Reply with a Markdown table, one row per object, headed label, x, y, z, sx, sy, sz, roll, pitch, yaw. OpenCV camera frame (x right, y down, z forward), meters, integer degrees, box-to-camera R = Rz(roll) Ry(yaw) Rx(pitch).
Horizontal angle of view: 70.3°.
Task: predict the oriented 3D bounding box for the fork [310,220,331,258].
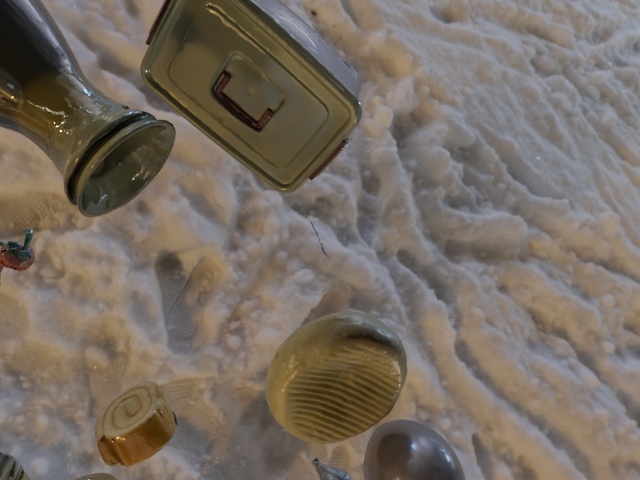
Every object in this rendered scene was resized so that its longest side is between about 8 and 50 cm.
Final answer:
| label | x | y | z | sx | sy | sz | roll | pitch | yaw |
| --- | --- | --- | --- | --- | --- | --- | --- | --- | --- |
| fork | -0.001 | 0.001 | 1.187 | 0.115 | 0.012 | 0.016 | 62 | 13 | 4 |

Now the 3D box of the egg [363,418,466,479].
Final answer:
| label | x | y | z | sx | sy | sz | roll | pitch | yaw |
| --- | --- | --- | --- | --- | --- | --- | --- | --- | --- |
| egg | 0.140 | 0.356 | 0.693 | 0.146 | 0.199 | 0.146 | -1 | 100 | -5 |

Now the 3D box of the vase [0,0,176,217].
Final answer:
| label | x | y | z | sx | sy | sz | roll | pitch | yaw |
| --- | --- | --- | --- | --- | --- | --- | --- | --- | --- |
| vase | -0.298 | -0.170 | 0.431 | 0.321 | 0.173 | 0.173 | 40 | 57 | 2 |

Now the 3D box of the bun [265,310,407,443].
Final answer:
| label | x | y | z | sx | sy | sz | roll | pitch | yaw |
| --- | --- | --- | --- | --- | --- | --- | --- | --- | --- |
| bun | 0.021 | 0.199 | 0.705 | 0.222 | 0.127 | 0.222 | -7 | 110 | -19 |

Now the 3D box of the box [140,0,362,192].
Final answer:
| label | x | y | z | sx | sy | sz | roll | pitch | yaw |
| --- | --- | --- | --- | --- | --- | --- | --- | --- | --- |
| box | -0.083 | -0.235 | 0.665 | 0.294 | 0.193 | 0.167 | 39 | 33 | -13 |

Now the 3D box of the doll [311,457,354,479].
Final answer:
| label | x | y | z | sx | sy | sz | roll | pitch | yaw |
| --- | --- | --- | --- | --- | --- | --- | --- | --- | --- |
| doll | 0.059 | 0.650 | 1.164 | 0.227 | 0.075 | 0.102 | 44 | 30 | 23 |

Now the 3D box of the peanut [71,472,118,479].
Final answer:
| label | x | y | z | sx | sy | sz | roll | pitch | yaw |
| --- | --- | --- | --- | --- | --- | --- | --- | --- | --- |
| peanut | -0.445 | 0.512 | 0.857 | 0.159 | 0.141 | 0.109 | 6 | 30 | -37 |

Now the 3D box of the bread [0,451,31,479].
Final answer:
| label | x | y | z | sx | sy | sz | roll | pitch | yaw |
| --- | --- | --- | --- | --- | --- | --- | --- | --- | --- |
| bread | -0.518 | 0.384 | 0.653 | 0.192 | 0.210 | 0.110 | 6 | 30 | 4 |

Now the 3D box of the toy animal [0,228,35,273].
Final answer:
| label | x | y | z | sx | sy | sz | roll | pitch | yaw |
| --- | --- | --- | --- | --- | --- | --- | --- | --- | --- |
| toy animal | -0.740 | 0.040 | 1.055 | 0.103 | 0.208 | 0.100 | 63 | 24 | 3 |

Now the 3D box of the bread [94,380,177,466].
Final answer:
| label | x | y | z | sx | sy | sz | roll | pitch | yaw |
| --- | --- | --- | --- | --- | --- | --- | --- | --- | --- |
| bread | -0.302 | 0.302 | 0.743 | 0.122 | 0.149 | 0.073 | -29 | 110 | -17 |
